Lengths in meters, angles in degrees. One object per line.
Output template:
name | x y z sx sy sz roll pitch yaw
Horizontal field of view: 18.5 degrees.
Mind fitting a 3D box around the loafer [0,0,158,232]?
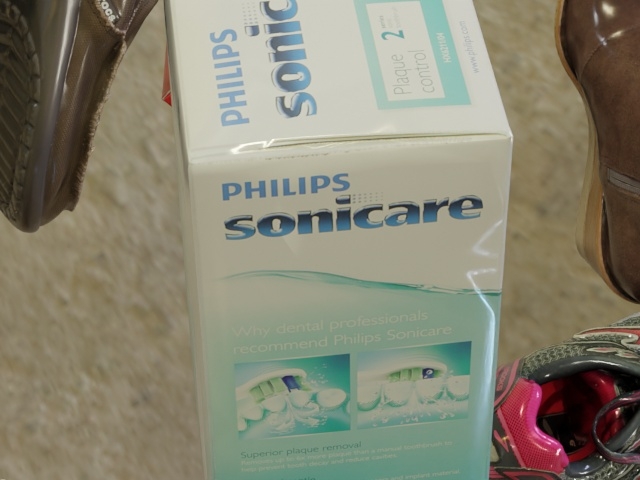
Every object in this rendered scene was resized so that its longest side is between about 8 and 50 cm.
loafer | -0.172 -0.166 1.463 0.130 0.134 0.366 -5 127 -33

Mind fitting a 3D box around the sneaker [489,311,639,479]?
sneaker | 0.190 0.104 1.178 0.299 0.112 0.121 -17 78 -38

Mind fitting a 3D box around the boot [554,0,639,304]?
boot | 0.220 -0.077 1.176 0.090 0.207 0.248 -3 100 -19

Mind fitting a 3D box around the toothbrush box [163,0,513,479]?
toothbrush box | 0.000 0.000 0.876 0.126 0.216 0.295 -6 133 -4

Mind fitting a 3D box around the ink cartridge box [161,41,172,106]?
ink cartridge box | -0.054 -0.136 1.619 0.078 0.134 0.231 -36 122 26
